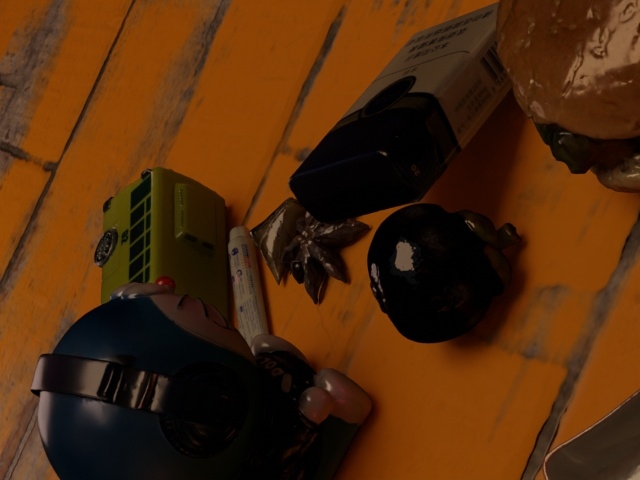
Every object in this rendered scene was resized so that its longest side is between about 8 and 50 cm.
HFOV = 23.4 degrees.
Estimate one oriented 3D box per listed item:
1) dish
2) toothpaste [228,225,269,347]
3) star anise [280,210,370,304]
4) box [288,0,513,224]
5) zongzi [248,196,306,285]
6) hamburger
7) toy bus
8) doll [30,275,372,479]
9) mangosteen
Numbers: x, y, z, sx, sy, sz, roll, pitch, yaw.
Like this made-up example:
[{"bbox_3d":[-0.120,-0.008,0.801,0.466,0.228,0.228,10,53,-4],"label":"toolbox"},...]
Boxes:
[{"bbox_3d":[0.277,0.171,1.147,0.212,0.077,0.151,-46,37,26],"label":"dish"},{"bbox_3d":[-0.085,0.070,1.811,0.052,0.033,0.218,-43,39,31],"label":"toothpaste"},{"bbox_3d":[0.000,-0.002,1.727,0.141,0.042,0.141,-34,42,37],"label":"star anise"},{"bbox_3d":[0.097,-0.129,1.554,0.168,0.071,0.259,-13,29,51],"label":"box"},{"bbox_3d":[-0.039,-0.001,1.793,0.076,0.040,0.083,-43,47,19],"label":"zongzi"},{"bbox_3d":[0.259,-0.156,1.341,0.209,0.162,0.330,-59,36,4],"label":"hamburger"},{"bbox_3d":[-0.191,0.042,1.897,0.150,0.128,0.262,-38,40,35],"label":"toy bus"},{"bbox_3d":[-0.136,0.170,1.542,0.284,0.310,0.240,-2,67,56],"label":"doll"},{"bbox_3d":[0.120,0.022,1.464,0.151,0.137,0.137,-25,35,-4],"label":"mangosteen"}]
